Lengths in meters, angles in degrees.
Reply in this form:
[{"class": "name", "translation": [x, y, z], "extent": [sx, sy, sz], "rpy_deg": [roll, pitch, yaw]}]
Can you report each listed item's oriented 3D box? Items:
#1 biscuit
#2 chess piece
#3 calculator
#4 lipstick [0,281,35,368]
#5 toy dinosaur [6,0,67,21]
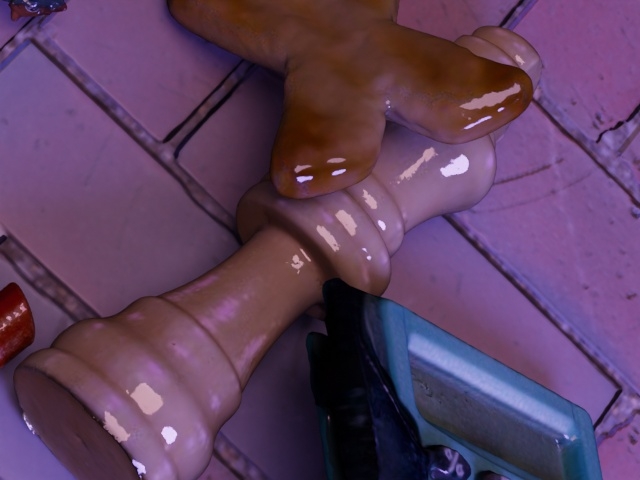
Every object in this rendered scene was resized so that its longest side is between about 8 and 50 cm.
[{"class": "biscuit", "translation": [0.013, -0.114, 1.117], "extent": [0.164, 0.047, 0.208], "rpy_deg": [-21, 47, -11]}, {"class": "chess piece", "translation": [0.000, 0.000, 1.114], "extent": [0.397, 0.117, 0.117], "rpy_deg": [-41, 94, -26]}, {"class": "calculator", "translation": [0.096, 0.175, 1.045], "extent": [0.248, 0.058, 0.274], "rpy_deg": [30, 42, -42]}, {"class": "lipstick", "translation": [-0.262, 0.118, 1.007], "extent": [0.274, 0.061, 0.068], "rpy_deg": [-40, 93, -25]}, {"class": "toy dinosaur", "translation": [-0.223, -0.168, 1.097], "extent": [0.154, 0.055, 0.049], "rpy_deg": [24, 73, -17]}]
